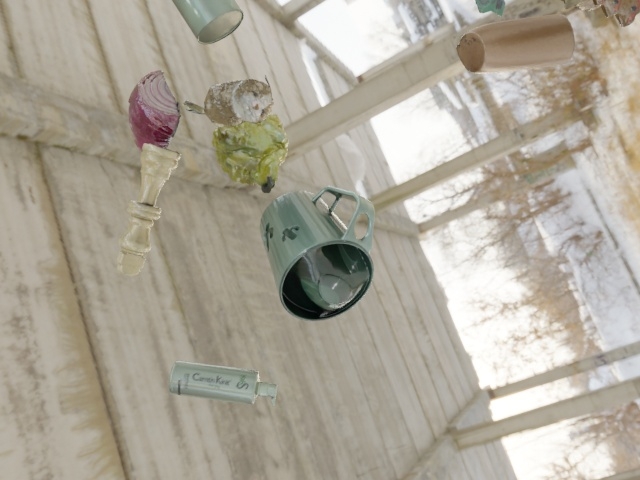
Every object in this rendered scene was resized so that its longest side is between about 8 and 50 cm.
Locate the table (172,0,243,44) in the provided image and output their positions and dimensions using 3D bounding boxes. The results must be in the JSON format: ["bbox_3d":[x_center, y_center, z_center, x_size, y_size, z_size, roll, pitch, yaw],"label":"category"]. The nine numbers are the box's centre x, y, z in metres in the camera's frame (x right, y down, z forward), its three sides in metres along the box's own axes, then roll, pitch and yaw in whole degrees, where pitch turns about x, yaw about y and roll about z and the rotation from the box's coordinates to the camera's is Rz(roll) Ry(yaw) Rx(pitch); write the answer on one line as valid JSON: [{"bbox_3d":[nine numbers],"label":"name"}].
[{"bbox_3d":[-0.285,-0.575,1.336,0.220,0.126,0.126,58,-160,0],"label":"table"}]

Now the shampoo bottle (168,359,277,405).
[{"bbox_3d":[-0.238,0.356,1.463,0.085,0.262,0.085,7,-90,-90],"label":"shampoo bottle"}]

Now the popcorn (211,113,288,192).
[{"bbox_3d":[-0.226,-0.331,1.953,0.293,0.293,0.237,59,-138,-15],"label":"popcorn"}]

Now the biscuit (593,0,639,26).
[{"bbox_3d":[0.562,-0.469,1.104,0.019,0.130,0.119,-83,5,-68],"label":"biscuit"}]

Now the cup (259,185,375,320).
[{"bbox_3d":[0.007,0.018,1.957,0.310,0.401,0.392,63,178,-40],"label":"cup"}]

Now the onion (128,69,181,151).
[{"bbox_3d":[-0.562,-0.392,1.870,0.111,0.247,0.250,3,-132,-46],"label":"onion"}]

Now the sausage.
[{"bbox_3d":[0.471,-0.473,1.431,0.123,0.252,0.123,171,90,-89],"label":"sausage"}]

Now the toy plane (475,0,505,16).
[{"bbox_3d":[0.336,-0.583,0.995,0.155,0.382,0.106,2,-159,-45],"label":"toy plane"}]

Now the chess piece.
[{"bbox_3d":[-0.526,-0.086,1.761,0.117,0.117,0.397,16,-91,-64],"label":"chess piece"}]

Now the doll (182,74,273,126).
[{"bbox_3d":[-0.212,-0.317,1.381,0.105,0.221,0.115,59,-148,-41],"label":"doll"}]

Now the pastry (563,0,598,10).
[{"bbox_3d":[0.606,-0.601,1.165,0.136,0.329,0.329,62,-161,13],"label":"pastry"}]
